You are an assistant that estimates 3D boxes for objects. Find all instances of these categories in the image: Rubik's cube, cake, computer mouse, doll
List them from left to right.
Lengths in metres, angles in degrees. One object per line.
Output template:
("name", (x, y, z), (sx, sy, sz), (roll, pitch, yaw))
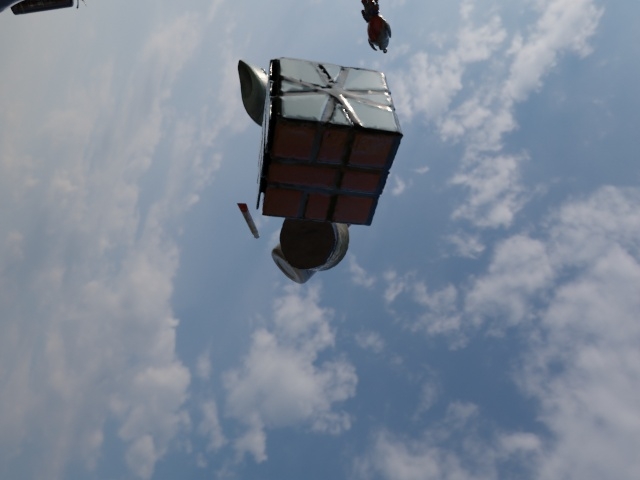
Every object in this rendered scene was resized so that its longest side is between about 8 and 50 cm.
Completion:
("computer mouse", (-0.255, -0.655, 2.276), (0.122, 0.188, 0.370), (-32, -121, 28))
("cake", (0.000, 0.000, 1.507), (0.185, 0.178, 0.207), (-36, -117, 22))
("Rubik's cube", (0.004, -0.234, 1.236), (0.283, 0.294, 0.288), (108, -18, -45))
("doll", (0.178, -0.693, 1.685), (0.104, 0.062, 0.194), (-20, -93, 39))

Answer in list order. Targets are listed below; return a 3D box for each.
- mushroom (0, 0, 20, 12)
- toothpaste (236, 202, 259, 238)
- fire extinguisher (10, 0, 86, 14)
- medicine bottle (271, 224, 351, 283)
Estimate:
("mushroom", (-0.571, -0.465, 0.805), (0.255, 0.267, 0.267), (37, -66, 5))
("toothpaste", (-0.302, -0.084, 2.233), (0.048, 0.190, 0.031), (4, -135, 29))
("fire extinguisher", (-0.631, -0.556, 1.211), (0.043, 0.158, 0.064), (139, -65, -74))
("medicine bottle", (-0.016, -0.001, 1.761), (0.289, 0.157, 0.157), (-44, -145, -19))
